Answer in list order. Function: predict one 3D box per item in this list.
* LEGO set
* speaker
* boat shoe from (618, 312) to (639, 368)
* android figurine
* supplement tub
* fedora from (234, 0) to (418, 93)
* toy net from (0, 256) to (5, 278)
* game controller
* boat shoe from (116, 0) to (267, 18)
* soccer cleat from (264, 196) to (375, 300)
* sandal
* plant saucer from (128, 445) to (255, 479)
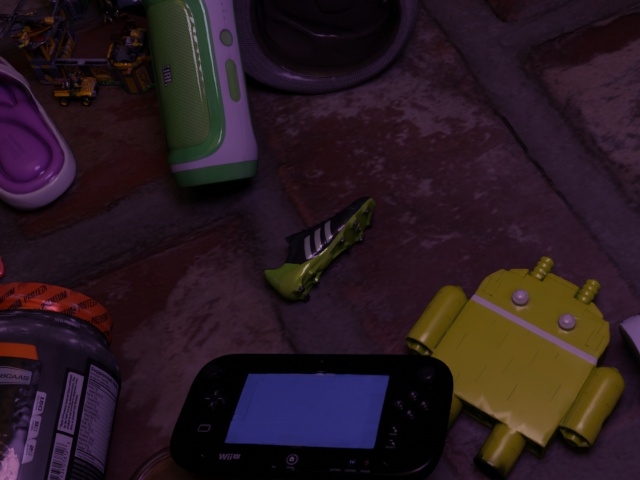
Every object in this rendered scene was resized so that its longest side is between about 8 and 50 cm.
[{"bbox_3d":[-0.350,-0.391,1.464,0.255,0.192,0.331,8,60,13],"label":"LEGO set"},{"bbox_3d":[-0.162,-0.224,1.291,0.131,0.131,0.296,-9,94,3],"label":"speaker"},{"bbox_3d":[0.440,0.194,1.028,0.105,0.113,0.306,-28,48,8],"label":"boat shoe"},{"bbox_3d":[0.231,0.138,1.130,0.248,0.056,0.273,30,69,24],"label":"android figurine"},{"bbox_3d":[-0.339,0.231,1.069,0.207,0.207,0.338,-2,58,8],"label":"supplement tub"},{"bbox_3d":[0.000,-0.345,1.394,0.275,0.243,0.124,-9,28,6],"label":"fedora"},{"bbox_3d":[-0.512,0.015,1.324,0.122,0.045,0.232,-24,58,-6],"label":"toy net"},{"bbox_3d":[-0.011,0.198,1.079,0.319,0.067,0.166,-3,34,20],"label":"game controller"},{"bbox_3d":[-0.183,-0.332,1.407,0.095,0.254,0.079,-9,73,45],"label":"boat shoe"},{"bbox_3d":[0.000,0.000,1.248,0.072,0.060,0.179,35,72,27],"label":"soccer cleat"},{"bbox_3d":[-0.505,-0.205,1.426,0.416,0.102,0.169,37,70,27],"label":"sandal"},{"bbox_3d":[-0.155,0.306,1.099,0.168,0.029,0.168,-4,57,7],"label":"plant saucer"}]
